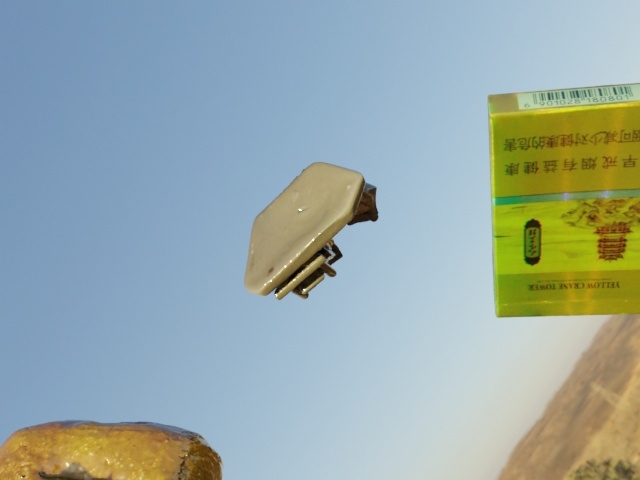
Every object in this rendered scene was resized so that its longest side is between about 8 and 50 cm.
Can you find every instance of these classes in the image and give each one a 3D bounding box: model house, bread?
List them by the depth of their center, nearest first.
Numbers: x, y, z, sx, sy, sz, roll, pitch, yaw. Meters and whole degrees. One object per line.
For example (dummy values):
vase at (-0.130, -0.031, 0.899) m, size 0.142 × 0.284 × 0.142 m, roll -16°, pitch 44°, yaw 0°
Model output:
bread at (-0.306, 0.363, 0.945) m, size 0.337 × 0.327 × 0.148 m, roll -73°, pitch -18°, yaw -45°
model house at (-0.006, -0.006, 1.159) m, size 0.229 × 0.122 × 0.188 m, roll -45°, pitch -27°, yaw 6°

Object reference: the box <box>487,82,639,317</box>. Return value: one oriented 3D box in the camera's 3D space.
box at (0.187, -0.021, 0.574) m, size 0.030 × 0.121 × 0.193 m, roll -79°, pitch -18°, yaw -48°
